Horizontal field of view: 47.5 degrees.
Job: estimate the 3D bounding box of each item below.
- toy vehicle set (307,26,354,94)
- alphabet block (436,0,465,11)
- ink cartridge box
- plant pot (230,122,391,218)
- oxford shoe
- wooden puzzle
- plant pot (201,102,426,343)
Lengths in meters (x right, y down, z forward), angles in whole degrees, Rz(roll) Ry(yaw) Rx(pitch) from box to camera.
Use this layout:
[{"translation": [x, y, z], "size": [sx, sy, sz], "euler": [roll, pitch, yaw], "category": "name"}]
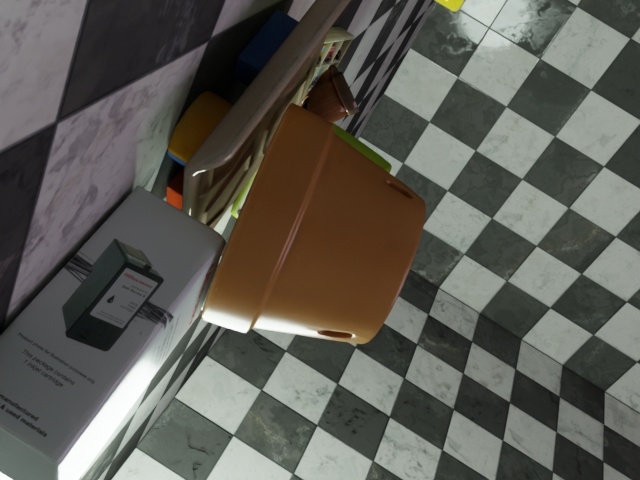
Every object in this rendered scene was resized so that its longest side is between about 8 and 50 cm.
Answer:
[{"translation": [-0.021, -0.286, 1.256], "size": [0.166, 0.035, 0.267], "euler": [-58, 178, 21], "category": "toy vehicle set"}, {"translation": [0.189, -0.491, 1.040], "size": [0.197, 0.192, 0.193], "euler": [-57, 176, -13], "category": "alphabet block"}, {"translation": [-0.240, 0.114, 0.790], "size": [0.289, 0.122, 0.211], "euler": [-57, 179, -36], "category": "ink cartridge box"}, {"translation": [-0.029, -0.097, 1.424], "size": [0.228, 0.227, 0.207], "euler": [-59, 172, 29], "category": "plant pot"}, {"translation": [0.005, -0.203, 1.040], "size": [0.076, 0.076, 0.212], "euler": [-26, -170, 6], "category": "oxford shoe"}, {"translation": [-0.100, -0.151, 0.927], "size": [0.322, 0.081, 0.348], "euler": [-57, -177, -25], "category": "wooden puzzle"}, {"translation": [0.000, 0.000, 0.913], "size": [0.291, 0.204, 0.290], "euler": [-158, -90, -86], "category": "plant pot"}]
